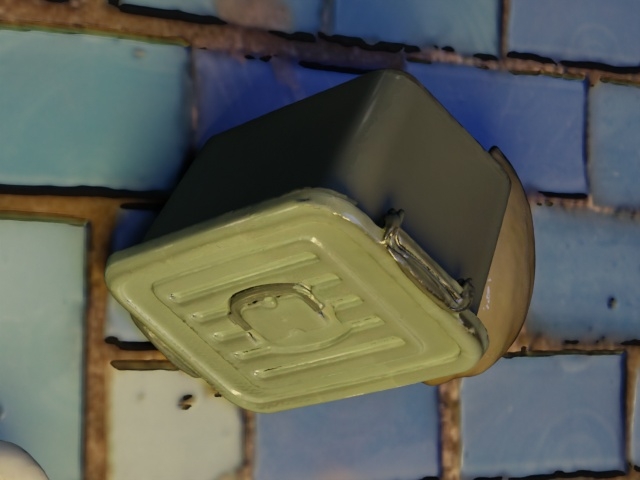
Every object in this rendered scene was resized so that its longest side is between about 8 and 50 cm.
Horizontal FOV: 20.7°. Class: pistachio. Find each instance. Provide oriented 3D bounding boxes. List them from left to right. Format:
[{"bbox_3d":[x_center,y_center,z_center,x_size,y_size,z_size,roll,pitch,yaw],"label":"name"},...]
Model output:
[{"bbox_3d":[0.091,0.015,1.220,0.124,0.124,0.185,19,69,-34],"label":"pistachio"}]

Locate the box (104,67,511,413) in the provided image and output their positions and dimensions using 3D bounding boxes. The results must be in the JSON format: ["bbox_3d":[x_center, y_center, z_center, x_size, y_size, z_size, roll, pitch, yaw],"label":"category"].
[{"bbox_3d":[0.000,0.000,1.093,0.163,0.243,0.135,43,52,-25],"label":"box"}]

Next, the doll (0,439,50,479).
[{"bbox_3d":[-0.088,0.335,1.027,0.366,0.187,0.376,14,96,-28],"label":"doll"}]
